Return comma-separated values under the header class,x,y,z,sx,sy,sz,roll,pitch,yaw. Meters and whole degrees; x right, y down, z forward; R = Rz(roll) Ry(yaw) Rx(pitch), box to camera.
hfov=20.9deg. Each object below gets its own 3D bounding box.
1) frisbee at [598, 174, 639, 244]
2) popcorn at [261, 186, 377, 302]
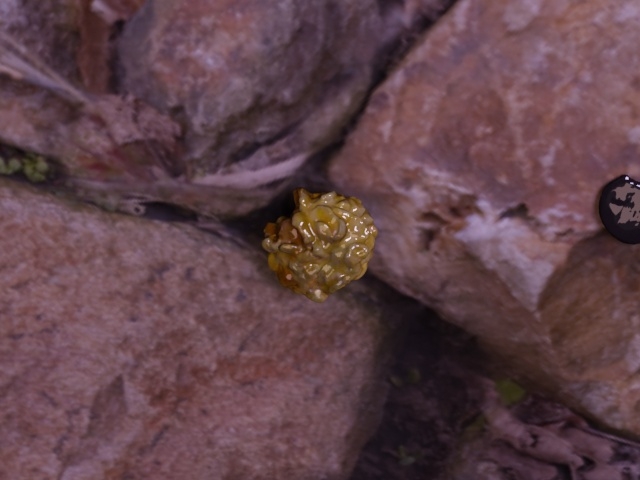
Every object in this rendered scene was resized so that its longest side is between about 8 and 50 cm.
class,x,y,z,sx,sy,sz,roll,pitch,yaw
frisbee,0.311,-0.016,1.130,0.187,0.012,0.211,42,126,-15
popcorn,0.000,0.000,1.216,0.082,0.057,0.083,-13,118,25
